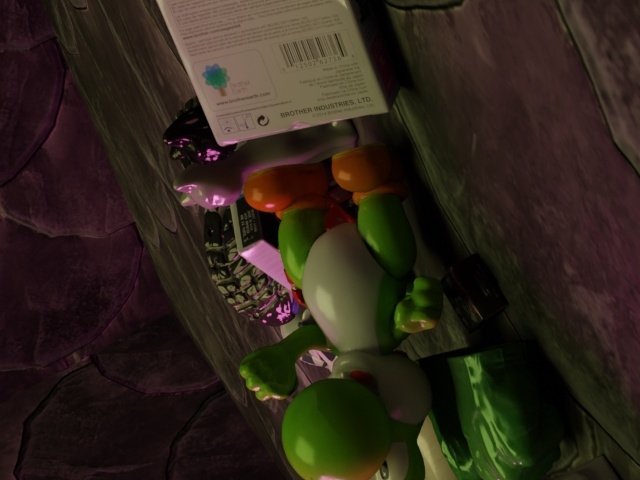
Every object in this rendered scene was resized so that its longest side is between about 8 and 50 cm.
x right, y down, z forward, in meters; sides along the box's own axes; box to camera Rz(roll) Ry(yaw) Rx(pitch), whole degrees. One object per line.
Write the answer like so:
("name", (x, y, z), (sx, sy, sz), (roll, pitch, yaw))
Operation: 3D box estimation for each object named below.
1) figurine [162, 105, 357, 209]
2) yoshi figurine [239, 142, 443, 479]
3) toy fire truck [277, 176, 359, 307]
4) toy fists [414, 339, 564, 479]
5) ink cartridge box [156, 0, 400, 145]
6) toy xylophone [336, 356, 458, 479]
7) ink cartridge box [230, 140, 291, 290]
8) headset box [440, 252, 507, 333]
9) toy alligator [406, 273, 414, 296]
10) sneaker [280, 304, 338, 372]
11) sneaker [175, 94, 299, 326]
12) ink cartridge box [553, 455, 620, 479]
("figurine", (-0.069, -0.115, 1.610), (0.092, 0.209, 0.215), (58, 168, 17))
("yoshi figurine", (0.022, 0.094, 1.510), (0.203, 0.203, 0.362), (162, 98, -72))
("toy fire truck", (0.000, 0.000, 1.768), (0.192, 0.135, 0.047), (42, 158, 57))
("toy fists", (0.175, 0.179, 1.545), (0.279, 0.096, 0.142), (153, 104, -78))
("ink cartridge box", (-0.062, -0.244, 1.379), (0.065, 0.186, 0.311), (-68, -39, -50))
("toy xylophone", (0.124, 0.236, 1.923), (0.236, 0.081, 0.323), (62, 168, -7))
("ink cartridge box", (-0.048, -0.033, 1.893), (0.208, 0.045, 0.206), (41, -149, -51))
("headset box", (0.152, 0.052, 1.500), (0.062, 0.032, 0.083), (59, 167, 11))
("toy alligator", (0.064, 0.034, 1.782), (0.189, 0.051, 0.056), (46, 160, 52))
("sneaker", (0.006, 0.114, 2.120), (0.235, 0.094, 0.153), (47, 160, 49))
("sneaker", (-0.081, -0.045, 2.025), (0.147, 0.130, 0.330), (4, -115, -52))
("ink cartridge box", (0.247, 0.314, 1.470), (0.128, 0.127, 0.176), (58, 167, 24))
